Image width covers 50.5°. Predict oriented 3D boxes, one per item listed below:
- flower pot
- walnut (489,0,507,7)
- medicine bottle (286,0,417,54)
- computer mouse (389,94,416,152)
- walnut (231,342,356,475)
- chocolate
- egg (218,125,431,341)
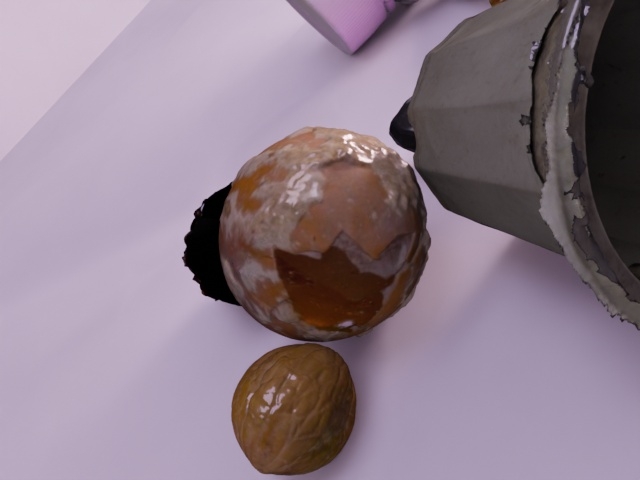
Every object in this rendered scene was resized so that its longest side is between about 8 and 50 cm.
[{"bbox_3d":[0.199,-0.090,0.489,0.290,0.290,0.259,-46,23,-9],"label":"flower pot"},{"bbox_3d":[0.289,-0.345,0.856,0.170,0.069,0.142,-5,47,45],"label":"walnut"},{"bbox_3d":[0.078,-0.468,1.052,0.302,0.241,0.241,-48,33,6],"label":"medicine bottle"},{"bbox_3d":[0.167,-0.136,0.741,0.193,0.062,0.105,-13,41,27],"label":"computer mouse"},{"bbox_3d":[-0.020,0.140,0.576,0.105,0.105,0.124,3,42,47],"label":"walnut"},{"bbox_3d":[-0.092,0.016,0.792,0.156,0.156,0.133,-56,8,-22],"label":"chocolate"},{"bbox_3d":[0.000,0.000,0.624,0.233,0.195,0.194,-54,15,49],"label":"egg"}]
